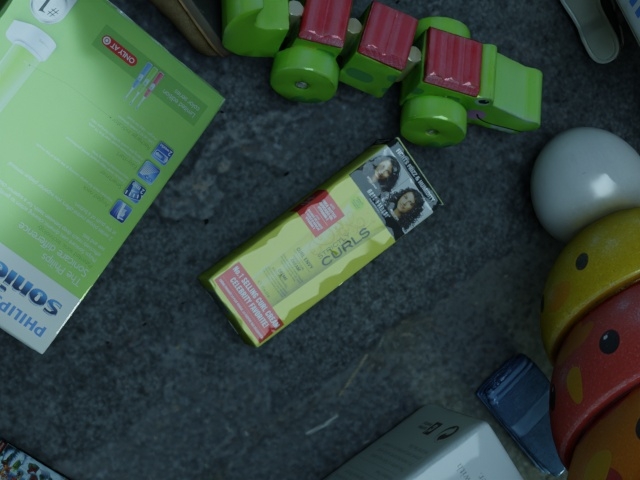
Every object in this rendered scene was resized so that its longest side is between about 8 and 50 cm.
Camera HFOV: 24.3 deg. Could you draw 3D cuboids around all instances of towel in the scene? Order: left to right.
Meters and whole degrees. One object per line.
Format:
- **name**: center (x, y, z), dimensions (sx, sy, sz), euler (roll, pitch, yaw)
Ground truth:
- **towel**: center (0.218, 0.176, 1.501), dimensions (0.067, 0.029, 0.119), euler (-42, 99, -11)

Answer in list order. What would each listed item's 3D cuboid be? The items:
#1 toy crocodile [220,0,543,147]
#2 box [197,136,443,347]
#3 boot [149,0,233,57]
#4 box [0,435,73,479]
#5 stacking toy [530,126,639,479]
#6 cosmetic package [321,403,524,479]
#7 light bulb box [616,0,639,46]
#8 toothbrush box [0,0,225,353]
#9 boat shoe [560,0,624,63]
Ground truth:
- **toy crocodile**: center (0.062, -0.178, 1.408), dimensions (0.340, 0.105, 0.115), euler (17, 67, -15)
- **box**: center (0.000, 0.000, 1.429), dimensions (0.232, 0.058, 0.087), euler (-36, 99, -12)
- **boot**: center (-0.193, -0.280, 1.377), dimensions (0.115, 0.112, 0.305), euler (-34, 105, 18)
- **box**: center (-0.263, 0.252, 1.352), dimensions (0.137, 0.027, 0.094), euler (38, 81, -31)
- **stacking toy**: center (0.313, 0.093, 1.383), dimensions (0.350, 0.351, 0.480), euler (-12, 55, -15)
- **cosmetic package**: center (0.008, 0.377, 1.375), dimensions (0.453, 0.161, 0.230), euler (-34, 99, -13)
- **light bulb box**: center (0.496, -0.315, 1.346), dimensions (0.357, 0.361, 0.225), euler (8, 47, -30)
- **toothbrush box**: center (-0.257, -0.077, 1.316), dimensions (0.206, 0.122, 0.283), euler (38, 80, -21)
- **boat shoe**: center (0.277, -0.242, 1.516), dimensions (0.046, 0.038, 0.125), euler (-25, 91, 28)
